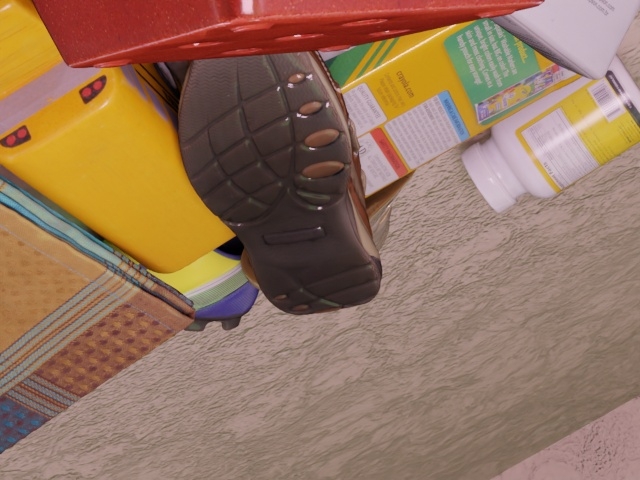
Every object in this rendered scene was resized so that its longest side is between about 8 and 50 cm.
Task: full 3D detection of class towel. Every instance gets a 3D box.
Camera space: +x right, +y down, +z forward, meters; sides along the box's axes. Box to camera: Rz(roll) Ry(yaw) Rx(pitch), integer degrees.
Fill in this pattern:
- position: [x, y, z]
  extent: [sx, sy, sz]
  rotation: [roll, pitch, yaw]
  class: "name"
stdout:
- position: [-0.312, 0.032, 1.082]
  extent: [0.271, 0.040, 0.370]
  rotation: [-33, 132, 25]
  class: "towel"

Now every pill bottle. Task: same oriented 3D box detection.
- position: [0.237, -0.107, 1.461]
  extent: [0.184, 0.103, 0.103]
  rotation: [-33, 155, 14]
  class: "pill bottle"

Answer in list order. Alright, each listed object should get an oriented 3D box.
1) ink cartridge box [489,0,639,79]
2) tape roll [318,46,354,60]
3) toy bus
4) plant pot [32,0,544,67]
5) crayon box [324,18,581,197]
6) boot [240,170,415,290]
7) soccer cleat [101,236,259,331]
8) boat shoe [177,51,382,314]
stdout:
- position: [0.183, -0.305, 0.983]
  extent: [0.324, 0.071, 0.330]
  rotation: [20, 97, -56]
  class: "ink cartridge box"
- position: [-0.016, -0.212, 1.040]
  extent: [0.219, 0.072, 0.219]
  rotation: [-22, 155, -11]
  class: "tape roll"
- position: [-0.167, -0.091, 1.057]
  extent: [0.108, 0.130, 0.333]
  rotation: [-30, 156, 7]
  class: "toy bus"
- position: [-0.023, -0.213, 0.706]
  extent: [0.267, 0.236, 0.267]
  rotation: [-10, -175, -33]
  class: "plant pot"
- position: [0.078, -0.145, 1.253]
  extent: [0.323, 0.083, 0.203]
  rotation: [-29, 156, 6]
  class: "crayon box"
- position: [0.003, 0.003, 1.436]
  extent: [0.213, 0.077, 0.165]
  rotation: [-41, 165, -24]
  class: "boot"
- position: [-0.178, 0.023, 1.358]
  extent: [0.289, 0.093, 0.121]
  rotation: [0, 114, -38]
  class: "soccer cleat"
- position: [-0.028, -0.069, 1.094]
  extent: [0.122, 0.120, 0.324]
  rotation: [-5, 145, 7]
  class: "boat shoe"
